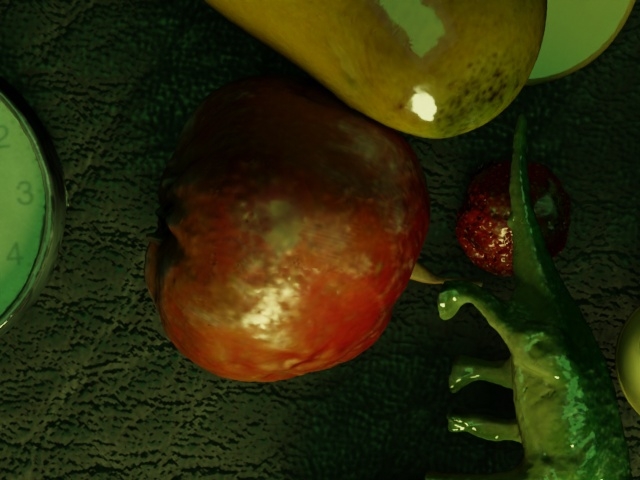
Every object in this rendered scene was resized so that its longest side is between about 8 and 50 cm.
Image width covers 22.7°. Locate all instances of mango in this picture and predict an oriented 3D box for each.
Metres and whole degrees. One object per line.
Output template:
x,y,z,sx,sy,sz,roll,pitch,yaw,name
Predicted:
0.025,-0.242,1.216,0.263,0.221,0.378,-29,73,-29,mango

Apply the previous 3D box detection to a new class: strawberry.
0.162,-0.018,1.320,0.106,0.106,0.106,0,92,-2,strawberry

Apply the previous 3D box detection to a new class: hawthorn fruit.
0.000,0.000,1.258,0.271,0.242,0.242,9,92,-15,hawthorn fruit

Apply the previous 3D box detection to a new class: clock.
-0.351,-0.029,1.317,0.280,0.055,0.281,0,93,-3,clock

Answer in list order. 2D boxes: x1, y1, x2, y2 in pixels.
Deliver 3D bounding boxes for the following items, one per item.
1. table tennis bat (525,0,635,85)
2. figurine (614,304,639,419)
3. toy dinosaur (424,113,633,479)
0.196,-0.282,1.334,0.198,0.050,0.321,27,94,-2,table tennis bat
0.383,0.142,1.272,0.324,0.222,0.124,29,88,-3,figurine
0.232,0.137,1.199,0.300,0.087,0.447,7,96,22,toy dinosaur
